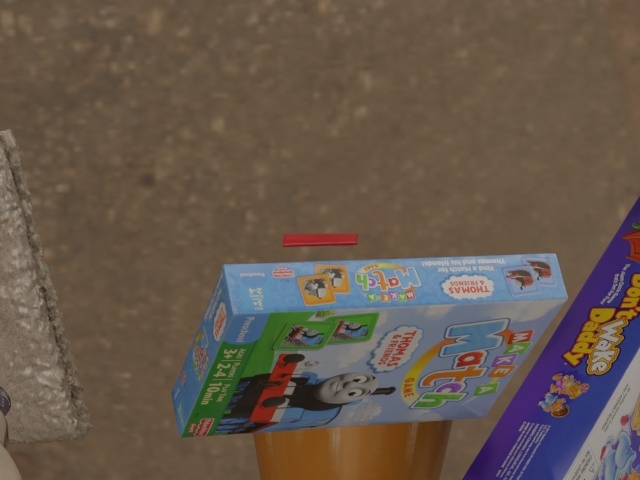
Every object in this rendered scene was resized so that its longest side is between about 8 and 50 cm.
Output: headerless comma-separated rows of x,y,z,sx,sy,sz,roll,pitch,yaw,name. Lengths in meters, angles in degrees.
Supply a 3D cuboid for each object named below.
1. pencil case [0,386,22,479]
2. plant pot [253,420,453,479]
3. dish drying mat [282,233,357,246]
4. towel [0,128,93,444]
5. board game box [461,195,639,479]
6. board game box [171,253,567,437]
-0.195,0.293,1.127,0.410,0.160,0.183,65,20,14,pencil case
0.026,0.145,1.513,0.205,0.205,0.188,2,90,-44,plant pot
0.000,0.000,2.076,0.032,0.083,0.008,-83,172,-71,dish drying mat
-0.305,0.045,1.539,0.049,0.187,0.282,-46,126,-60,towel
0.237,0.163,1.391,0.347,0.078,0.233,-53,132,-34,board game box
0.027,0.066,1.153,0.211,0.160,0.039,-3,58,-19,board game box
